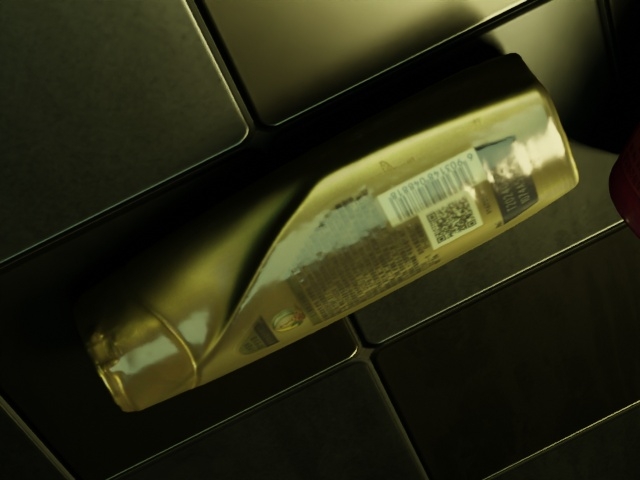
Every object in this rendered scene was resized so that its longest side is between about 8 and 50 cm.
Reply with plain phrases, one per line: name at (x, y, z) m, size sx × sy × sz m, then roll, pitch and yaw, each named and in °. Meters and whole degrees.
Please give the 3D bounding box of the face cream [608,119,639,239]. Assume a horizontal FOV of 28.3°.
face cream at (0.318, -0.078, 0.873) m, size 0.175 × 0.175 × 0.195 m, roll 4°, pitch 129°, yaw -28°

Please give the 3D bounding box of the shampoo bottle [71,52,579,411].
shampoo bottle at (0.000, 0.000, 0.860) m, size 0.350 × 0.084 × 0.125 m, roll -29°, pitch 133°, yaw 2°
